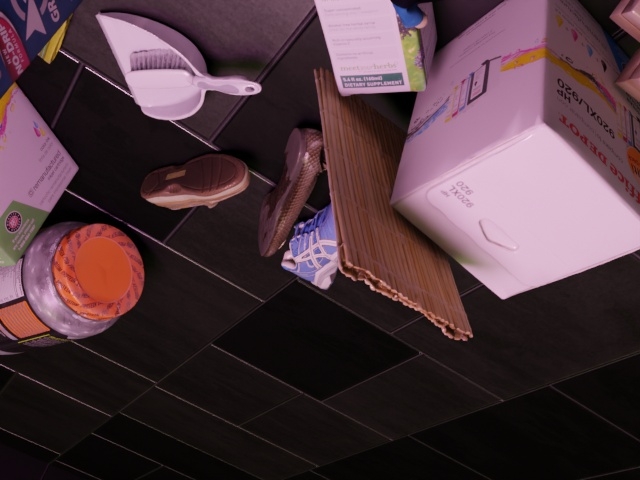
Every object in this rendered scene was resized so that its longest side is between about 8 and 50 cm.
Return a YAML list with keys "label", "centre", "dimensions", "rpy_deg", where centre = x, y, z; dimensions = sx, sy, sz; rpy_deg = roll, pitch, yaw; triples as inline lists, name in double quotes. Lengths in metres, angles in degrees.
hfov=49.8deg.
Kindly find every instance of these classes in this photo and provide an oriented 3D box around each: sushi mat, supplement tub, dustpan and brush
- label: "sushi mat"
  centre: [0.060, -0.049, 0.665]
  dimensions: [0.151, 0.316, 0.019]
  rpy_deg: [34, 121, -30]
- label: "supplement tub"
  centre: [-0.457, 0.080, 1.164]
  dimensions: [0.316, 0.193, 0.193]
  rpy_deg: [-15, 132, 34]
- label: "dustpan and brush"
  centre: [-0.162, -0.197, 0.822]
  dimensions: [0.211, 0.060, 0.147]
  rpy_deg: [4, 140, 16]

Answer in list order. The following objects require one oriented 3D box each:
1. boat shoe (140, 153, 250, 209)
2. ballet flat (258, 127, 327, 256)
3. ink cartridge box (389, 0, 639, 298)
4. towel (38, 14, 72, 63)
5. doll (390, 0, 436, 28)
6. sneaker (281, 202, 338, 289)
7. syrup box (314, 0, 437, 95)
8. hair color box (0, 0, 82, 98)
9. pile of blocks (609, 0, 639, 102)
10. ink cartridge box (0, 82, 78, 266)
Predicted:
- label: "boat shoe"
  centre: [-0.166, -0.076, 0.979]
  dimensions: [0.190, 0.068, 0.072]
  rpy_deg: [-1, 152, 36]
- label: "ballet flat"
  centre: [-0.037, -0.058, 0.943]
  dimensions: [0.058, 0.084, 0.249]
  rpy_deg: [2, 142, -21]
- label: "ink cartridge box"
  centre: [0.201, -0.098, 0.669]
  dimensions: [0.171, 0.232, 0.168]
  rpy_deg: [36, 138, -23]
- label: "towel"
  centre: [-0.416, -0.306, 0.816]
  dimensions: [0.237, 0.021, 0.102]
  rpy_deg: [31, 139, -16]
- label: "doll"
  centre: [0.104, -0.241, 0.580]
  dimensions: [0.046, 0.189, 0.129]
  rpy_deg: [41, 144, 35]
- label: "sneaker"
  centre: [0.000, 0.000, 0.987]
  dimensions: [0.081, 0.080, 0.211]
  rpy_deg: [17, 141, -6]
- label: "syrup box"
  centre: [0.044, -0.259, 0.643]
  dimensions: [0.093, 0.096, 0.236]
  rpy_deg: [1, 140, 20]
- label: "hair color box"
  centre: [-0.294, -0.248, 0.578]
  dimensions: [0.174, 0.347, 0.105]
  rpy_deg: [8, 141, 11]
- label: "pile of blocks"
  centre: [0.344, -0.237, 0.494]
  dimensions: [0.113, 0.149, 0.362]
  rpy_deg: [33, 132, -10]
- label: "ink cartridge box"
  centre: [-0.480, -0.127, 0.912]
  dimensions: [0.117, 0.201, 0.278]
  rpy_deg: [-3, 137, 22]
